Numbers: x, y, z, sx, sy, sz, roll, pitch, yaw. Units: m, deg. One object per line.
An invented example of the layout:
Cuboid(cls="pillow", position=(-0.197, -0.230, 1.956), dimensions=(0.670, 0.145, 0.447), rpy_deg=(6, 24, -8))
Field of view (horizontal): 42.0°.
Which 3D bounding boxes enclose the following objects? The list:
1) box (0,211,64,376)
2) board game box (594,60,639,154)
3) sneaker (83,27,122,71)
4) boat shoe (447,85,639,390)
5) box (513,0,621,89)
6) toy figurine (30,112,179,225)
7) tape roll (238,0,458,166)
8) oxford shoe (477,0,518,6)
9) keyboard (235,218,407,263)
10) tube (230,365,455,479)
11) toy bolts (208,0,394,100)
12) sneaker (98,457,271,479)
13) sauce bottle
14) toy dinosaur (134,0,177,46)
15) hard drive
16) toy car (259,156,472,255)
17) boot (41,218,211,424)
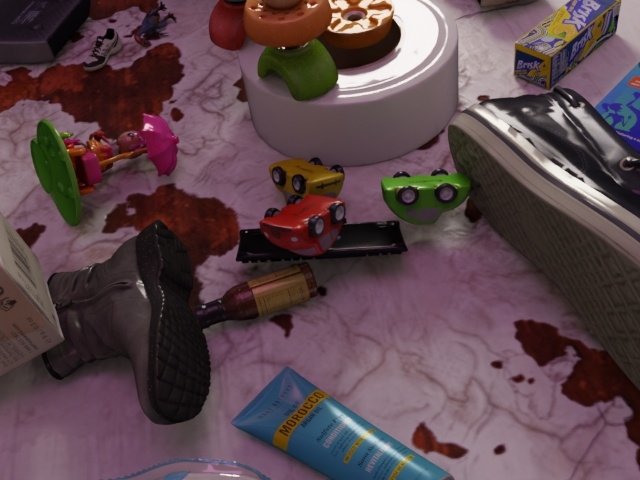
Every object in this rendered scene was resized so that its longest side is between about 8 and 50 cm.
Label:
Cuboid(cls="box", position=(-0.426, 0.096, 0.802), dimensions=(0.311, 0.121, 0.148), rpy_deg=(-30, 46, -8))
Cuboid(cls="board game box", position=(0.422, -0.145, 0.986), dimensions=(0.160, 0.047, 0.210), rpy_deg=(28, 55, 31))
Cuboid(cls="sneaker", position=(-0.333, -0.289, 1.256), dimensions=(0.032, 0.037, 0.083), rpy_deg=(14, 51, 19))
Cuboid(cls="boat shoe", position=(0.298, -0.001, 0.774), dimensions=(0.156, 0.187, 0.500), rpy_deg=(-25, 42, -7))
Cuboid(cls="box", position=(0.333, -0.274, 1.122), dimensions=(0.059, 0.054, 0.169), rpy_deg=(32, 57, 33))
Cuboid(cls="toy figurine", position=(-0.258, -0.105, 1.037), dimensions=(0.159, 0.130, 0.173), rpy_deg=(-20, 20, -29))
Cuboid(cls="tape roll", position=(0.040, -0.225, 1.091), dimensions=(0.286, 0.100, 0.286), rpy_deg=(-5, 45, 5))
Cuboid(cls="oxford shoe", position=(0.217, -0.476, 1.295), dimensions=(0.130, 0.123, 0.348), rpy_deg=(-24, 46, -6))
Cuboid(cls="keyboard", position=(0.000, 0.000, 0.914), dimensions=(0.180, 0.023, 0.108), rpy_deg=(-3, 21, -1))
Cuboid(cls="tube", position=(0.019, 0.181, 0.737), dimensions=(0.207, 0.052, 0.080), rpy_deg=(23, 47, 35))
Cuboid(cls="toy bolts", position=(-0.039, -0.311, 1.005), dimensions=(0.218, 0.158, 0.228), rpy_deg=(-38, 52, -25))
Cuboid(cls="sneaker", position=(-0.143, 0.241, 0.681), dimensions=(0.228, 0.087, 0.092), rpy_deg=(-14, 52, 5))
Cuboid(cls="sauce bottle", position=(-0.067, 0.059, 0.869), dimensions=(0.128, 0.042, 0.042), rpy_deg=(-17, 46, -7))
Cuboid(cls="toy dinosaur", position=(-0.263, -0.331, 1.301), dimensions=(0.082, 0.047, 0.090), rpy_deg=(-46, 22, -20))
Cuboid(cls="hard drive", position=(-0.505, -0.345, 1.327), dimensions=(0.254, 0.054, 0.172), rpy_deg=(6, 47, 15))
Cuboid(cls="toy car", position=(0.052, -0.039, 0.904), dimensions=(0.225, 0.053, 0.239), rpy_deg=(-3, 22, 0))
Cuboid(cls="boot", position=(-0.201, 0.102, 0.824), dimensions=(0.161, 0.083, 0.246), rpy_deg=(-29, 44, 12))
